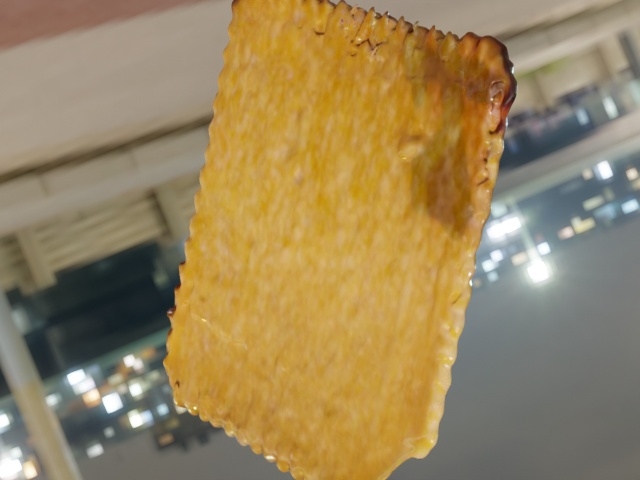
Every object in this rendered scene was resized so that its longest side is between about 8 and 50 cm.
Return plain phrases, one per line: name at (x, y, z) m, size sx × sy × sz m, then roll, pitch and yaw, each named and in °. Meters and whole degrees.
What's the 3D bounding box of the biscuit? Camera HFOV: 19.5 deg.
biscuit at (0.000, 0.000, 0.912) m, size 0.013 × 0.237 × 0.232 m, roll 3°, pitch -167°, yaw -37°
